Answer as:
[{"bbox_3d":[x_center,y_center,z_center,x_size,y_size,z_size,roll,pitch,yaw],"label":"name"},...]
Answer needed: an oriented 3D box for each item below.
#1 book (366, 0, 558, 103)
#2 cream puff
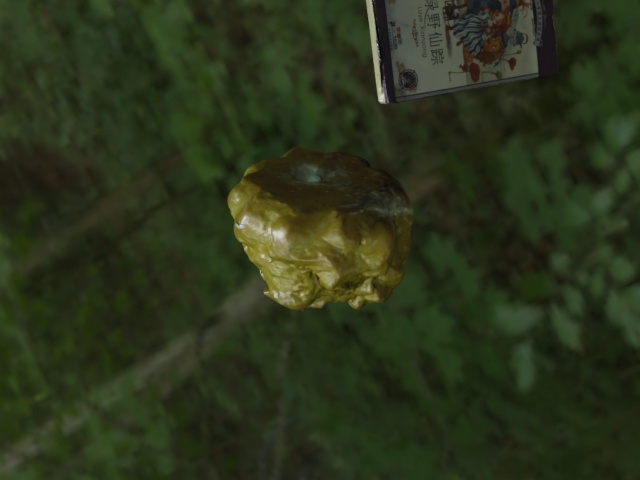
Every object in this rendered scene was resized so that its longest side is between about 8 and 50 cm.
[{"bbox_3d":[0.166,-0.251,1.932,0.026,0.231,0.157,-159,60,-66],"label":"book"},{"bbox_3d":[0.000,0.000,1.292,0.146,0.146,0.116,-97,8,-59],"label":"cream puff"}]
